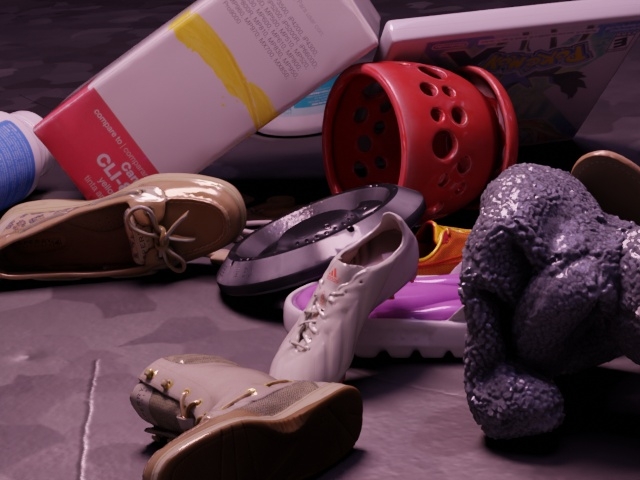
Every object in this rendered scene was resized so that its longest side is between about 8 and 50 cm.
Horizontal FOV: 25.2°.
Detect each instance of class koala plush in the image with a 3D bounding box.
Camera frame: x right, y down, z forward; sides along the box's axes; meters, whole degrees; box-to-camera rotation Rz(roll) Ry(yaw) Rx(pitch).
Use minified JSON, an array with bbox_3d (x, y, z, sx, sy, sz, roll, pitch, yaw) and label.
[{"bbox_3d":[0.238,0.039,1.105,0.221,0.203,0.196,2,20,35],"label":"koala plush"}]

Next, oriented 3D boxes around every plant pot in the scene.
[{"bbox_3d":[0.118,-0.109,1.638,0.174,0.191,0.191,-4,16,-29],"label":"plant pot"}]

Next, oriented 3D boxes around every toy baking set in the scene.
[{"bbox_3d":[-0.115,-0.027,1.672,0.196,0.030,0.256,1,19,15],"label":"toy baking set"}]

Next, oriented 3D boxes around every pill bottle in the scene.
[{"bbox_3d":[-0.425,-0.091,1.784,0.124,0.124,0.221,5,20,24],"label":"pill bottle"},{"bbox_3d":[-0.042,-0.293,2.078,0.146,0.264,0.146,-4,18,1],"label":"pill bottle"}]

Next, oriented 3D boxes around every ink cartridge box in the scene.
[{"bbox_3d":[-0.122,-0.206,1.717,0.384,0.160,0.279,-35,11,11],"label":"ink cartridge box"}]

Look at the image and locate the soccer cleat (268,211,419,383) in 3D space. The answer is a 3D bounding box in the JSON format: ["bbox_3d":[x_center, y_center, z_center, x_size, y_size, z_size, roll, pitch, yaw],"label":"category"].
[{"bbox_3d":[0.015,0.057,1.225,0.068,0.076,0.196,24,62,32],"label":"soccer cleat"}]

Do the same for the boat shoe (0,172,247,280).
[{"bbox_3d":[-0.219,-0.001,1.530,0.285,0.105,0.089,-11,22,13],"label":"boat shoe"}]

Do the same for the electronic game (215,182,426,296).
[{"bbox_3d":[0.000,0.000,1.471,0.229,0.048,0.229,-21,13,5],"label":"electronic game"}]

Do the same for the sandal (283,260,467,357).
[{"bbox_3d":[0.172,0.034,1.318,0.416,0.102,0.169,-7,19,-7],"label":"sandal"}]

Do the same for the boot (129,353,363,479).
[{"bbox_3d":[-0.092,0.144,1.094,0.165,0.077,0.213,12,19,38],"label":"boot"}]

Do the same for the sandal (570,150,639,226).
[{"bbox_3d":[0.296,-0.011,1.227,0.088,0.240,0.079,-18,34,44],"label":"sandal"}]

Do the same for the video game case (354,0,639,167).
[{"bbox_3d":[0.209,-0.192,1.781,0.329,0.036,0.300,-9,-24,-15],"label":"video game case"}]

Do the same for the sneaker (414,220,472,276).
[{"bbox_3d":[0.135,0.008,1.460,0.175,0.067,0.064,-19,22,-41],"label":"sneaker"}]
